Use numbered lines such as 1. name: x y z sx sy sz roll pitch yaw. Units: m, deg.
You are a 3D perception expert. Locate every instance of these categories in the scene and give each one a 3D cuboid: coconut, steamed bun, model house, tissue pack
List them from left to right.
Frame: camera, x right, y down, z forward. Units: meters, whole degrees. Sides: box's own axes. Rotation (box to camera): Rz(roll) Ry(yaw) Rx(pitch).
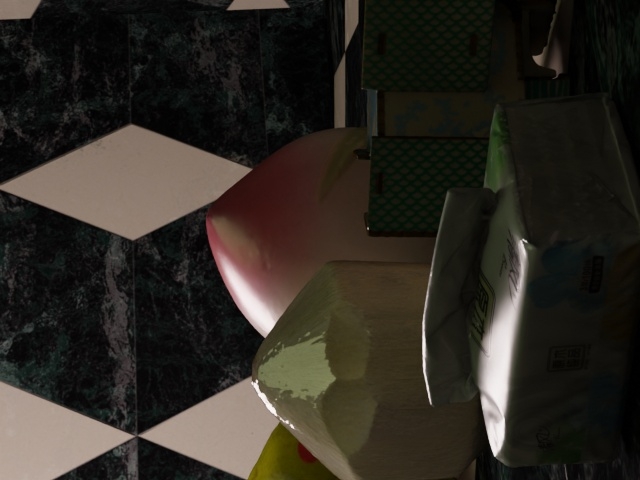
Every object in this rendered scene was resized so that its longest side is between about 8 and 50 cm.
1. steamed bun: 0.000 0.000 2.033 0.309 0.309 0.309 177 90 -87
2. coconut: 0.060 0.136 1.776 0.237 0.266 0.237 -176 90 -81
3. model house: 0.112 -0.095 1.381 0.271 0.178 0.206 100 173 -63
4. tissue pack: 0.145 0.033 1.222 0.159 0.145 0.229 -95 4 -47

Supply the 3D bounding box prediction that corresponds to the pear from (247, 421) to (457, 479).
1. pear: 0.057 0.369 2.106 0.375 0.287 0.287 51 154 36
